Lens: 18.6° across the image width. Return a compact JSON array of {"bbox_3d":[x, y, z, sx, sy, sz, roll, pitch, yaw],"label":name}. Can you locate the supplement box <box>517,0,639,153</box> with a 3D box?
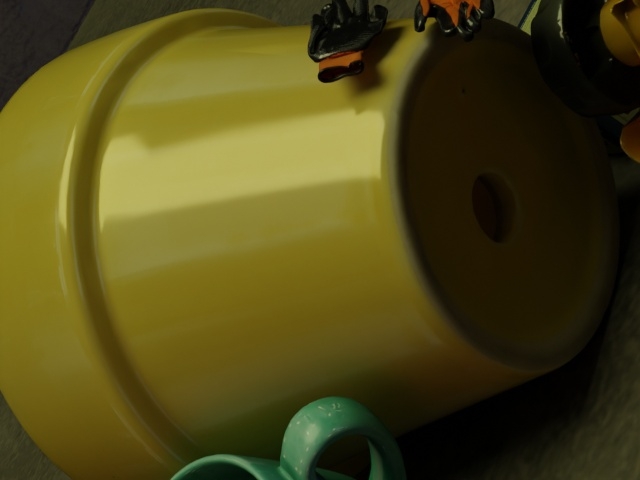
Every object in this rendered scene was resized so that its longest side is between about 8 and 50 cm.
[{"bbox_3d":[0.136,-0.091,0.991,0.083,0.056,0.083,-62,19,-12],"label":"supplement box"}]

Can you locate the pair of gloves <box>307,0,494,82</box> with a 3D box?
[{"bbox_3d":[0.034,-0.095,0.842,0.083,0.010,0.074,-18,30,7],"label":"pair of gloves"}]

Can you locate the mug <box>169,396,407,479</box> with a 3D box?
[{"bbox_3d":[-0.006,0.158,0.861,0.158,0.097,0.129,-38,50,39],"label":"mug"}]

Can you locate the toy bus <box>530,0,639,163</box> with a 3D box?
[{"bbox_3d":[0.177,-0.172,0.874,0.149,0.220,0.211,-25,5,45],"label":"toy bus"}]

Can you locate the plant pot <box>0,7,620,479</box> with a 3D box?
[{"bbox_3d":[0.000,0.000,0.936,0.239,0.254,0.254,-13,46,43],"label":"plant pot"}]
